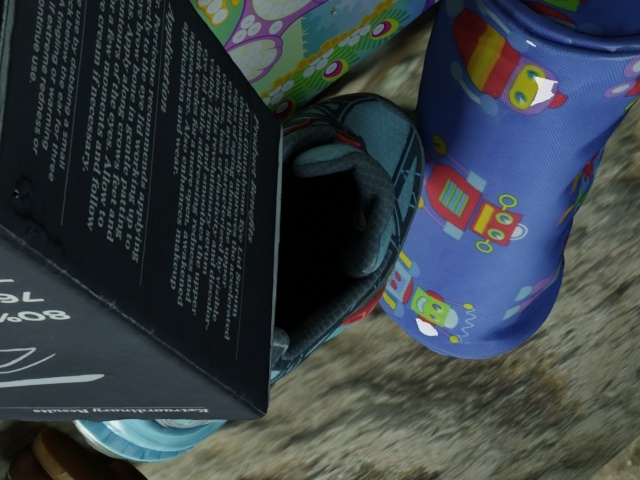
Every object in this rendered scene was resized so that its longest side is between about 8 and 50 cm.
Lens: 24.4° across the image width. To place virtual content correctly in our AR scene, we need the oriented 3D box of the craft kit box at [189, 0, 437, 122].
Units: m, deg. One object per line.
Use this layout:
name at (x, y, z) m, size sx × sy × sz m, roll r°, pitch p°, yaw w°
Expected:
craft kit box at (-0.010, -0.140, 0.528) m, size 0.247 × 0.061 × 0.250 m, roll -41°, pitch 159°, yaw -3°

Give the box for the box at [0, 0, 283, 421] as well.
box at (-0.111, -0.018, 0.430) m, size 0.153 × 0.108 × 0.207 m, roll -2°, pitch 162°, yaw 14°

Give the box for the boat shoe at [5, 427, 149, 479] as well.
boat shoe at (-0.145, 0.169, 0.894) m, size 0.073 × 0.073 × 0.207 m, roll -40°, pitch 159°, yaw -4°

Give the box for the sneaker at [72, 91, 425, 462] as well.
sneaker at (0.000, 0.000, 0.648) m, size 0.125 × 0.104 × 0.262 m, roll -32°, pitch -170°, yaw 39°

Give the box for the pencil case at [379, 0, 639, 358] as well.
pencil case at (0.106, -0.060, 0.786) m, size 0.133 × 0.119 × 0.306 m, roll -52°, pitch 167°, yaw -32°
